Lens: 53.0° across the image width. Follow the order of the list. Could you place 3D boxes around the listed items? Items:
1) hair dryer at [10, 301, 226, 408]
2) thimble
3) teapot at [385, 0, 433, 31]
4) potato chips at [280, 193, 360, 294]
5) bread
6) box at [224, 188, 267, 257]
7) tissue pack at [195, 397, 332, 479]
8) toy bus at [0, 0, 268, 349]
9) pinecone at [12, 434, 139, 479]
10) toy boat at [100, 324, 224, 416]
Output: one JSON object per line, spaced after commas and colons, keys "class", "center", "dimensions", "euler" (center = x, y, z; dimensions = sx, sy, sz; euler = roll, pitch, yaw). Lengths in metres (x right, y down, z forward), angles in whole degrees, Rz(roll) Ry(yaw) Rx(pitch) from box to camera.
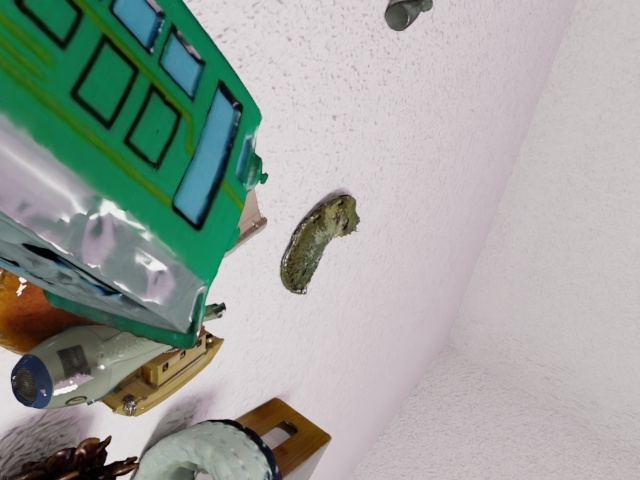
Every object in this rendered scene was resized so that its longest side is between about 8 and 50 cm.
{"class": "hair dryer", "center": [-0.133, 0.075, 0.538], "dimensions": [0.199, 0.067, 0.167], "euler": [-24, 178, 16]}
{"class": "thimble", "center": [-0.185, 0.405, 1.015], "dimensions": [0.150, 0.237, 0.237], "euler": [8, 110, -63]}
{"class": "teapot", "center": [0.144, -0.367, 1.019], "dimensions": [0.111, 0.043, 0.042], "euler": [-45, 154, -45]}
{"class": "potato chips", "center": [0.003, 0.002, 1.177], "dimensions": [0.220, 0.029, 0.202], "euler": [-49, 153, -22]}
{"class": "bread", "center": [-0.227, 0.023, 0.581], "dimensions": [0.199, 0.104, 0.199], "euler": [-47, 154, -31]}
{"class": "box", "center": [-0.129, -0.038, 0.712], "dimensions": [0.089, 0.122, 0.062], "euler": [-41, 140, -40]}
{"class": "tissue pack", "center": [-0.114, 0.445, 1.294], "dimensions": [0.246, 0.159, 0.135], "euler": [-11, 128, -64]}
{"class": "toy bus", "center": [-0.178, -0.094, 0.353], "dimensions": [0.343, 0.184, 0.199], "euler": [49, 57, -51]}
{"class": "pinecone", "center": [-0.281, 0.330, 0.731], "dimensions": [0.207, 0.208, 0.207], "euler": [-48, 155, -31]}
{"class": "toy boat", "center": [-0.211, 0.168, 0.867], "dimensions": [0.200, 0.057, 0.077], "euler": [-35, 142, -47]}
